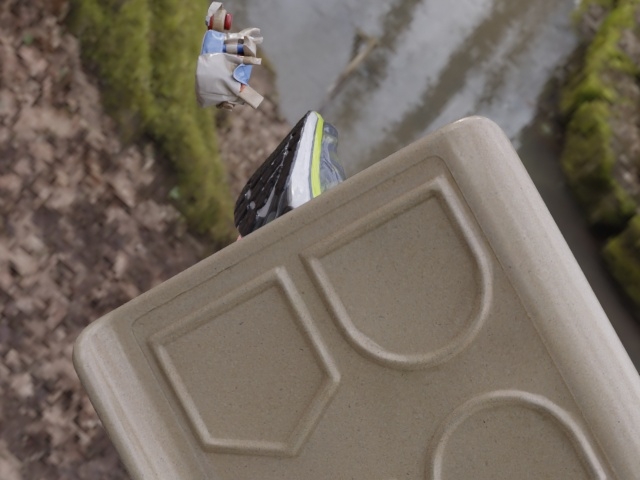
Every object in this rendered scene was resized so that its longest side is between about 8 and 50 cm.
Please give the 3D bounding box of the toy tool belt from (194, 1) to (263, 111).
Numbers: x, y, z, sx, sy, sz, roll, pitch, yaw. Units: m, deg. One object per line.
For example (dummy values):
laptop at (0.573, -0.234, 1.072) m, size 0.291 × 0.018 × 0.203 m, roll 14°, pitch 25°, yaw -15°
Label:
toy tool belt at (-0.063, -0.136, 1.077) m, size 0.051 × 0.052 × 0.083 m, roll 8°, pitch 63°, yaw 1°

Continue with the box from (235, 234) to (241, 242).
box at (0.039, 0.079, 1.752) m, size 0.300 × 0.142 × 0.154 m, roll 7°, pitch 22°, yaw 7°

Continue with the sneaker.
sneaker at (0.000, 0.000, 1.245) m, size 0.121 × 0.111 × 0.300 m, roll 31°, pitch 32°, yaw -22°

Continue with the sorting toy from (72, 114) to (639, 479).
sorting toy at (0.051, 0.126, 0.667) m, size 0.307 × 0.229 × 0.041 m, roll 62°, pitch 7°, yaw 4°
